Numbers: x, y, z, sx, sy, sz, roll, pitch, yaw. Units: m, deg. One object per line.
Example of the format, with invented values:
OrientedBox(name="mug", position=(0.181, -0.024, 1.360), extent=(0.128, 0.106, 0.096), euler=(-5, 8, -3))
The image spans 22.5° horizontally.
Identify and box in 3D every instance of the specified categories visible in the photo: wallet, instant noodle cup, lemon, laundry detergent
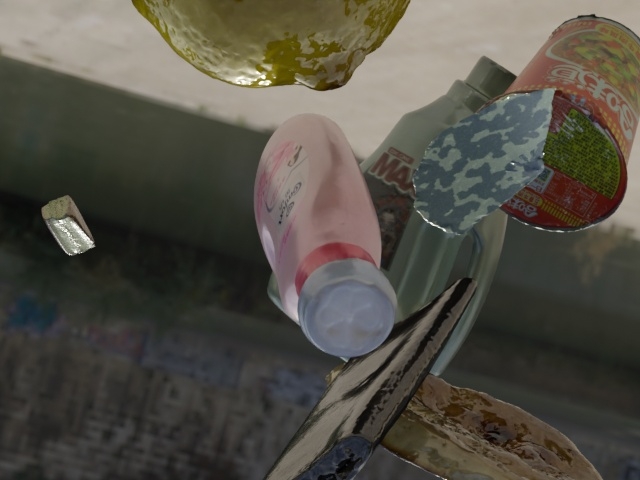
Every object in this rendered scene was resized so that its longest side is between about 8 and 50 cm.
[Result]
OrientedBox(name="wallet", position=(0.042, 0.147, 1.456), extent=(0.044, 0.170, 0.321), euler=(48, -148, -3))
OrientedBox(name="instant noodle cup", position=(0.285, -0.148, 1.813), extent=(0.193, 0.212, 0.193), euler=(16, 135, 17))
OrientedBox(name="lemon", position=(-0.045, -0.262, 1.326), extent=(0.284, 0.260, 0.260), euler=(56, 162, -14))
OrientedBox(name="laundry detergent", position=(0.000, 0.000, 1.415), extent=(0.088, 0.159, 0.335), euler=(8, -159, -11))
OrientedBox(name="laundry detergent", position=(0.130, -0.033, 1.959), extent=(0.264, 0.398, 0.125), euler=(38, -171, 32))

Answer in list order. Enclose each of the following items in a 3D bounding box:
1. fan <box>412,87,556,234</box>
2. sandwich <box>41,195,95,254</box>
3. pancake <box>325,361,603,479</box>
OrientedBox(name="fan", position=(0.157, -0.075, 1.551), extent=(0.131, 0.009, 0.240), euler=(2, 146, -20))
OrientedBox(name="sandwich", position=(-0.234, -0.019, 1.465), extent=(0.031, 0.044, 0.083), euler=(-26, 154, -5))
OrientedBox(name="pancake", position=(0.163, 0.215, 1.700), extent=(0.356, 0.065, 0.356), euler=(25, -173, -3))
